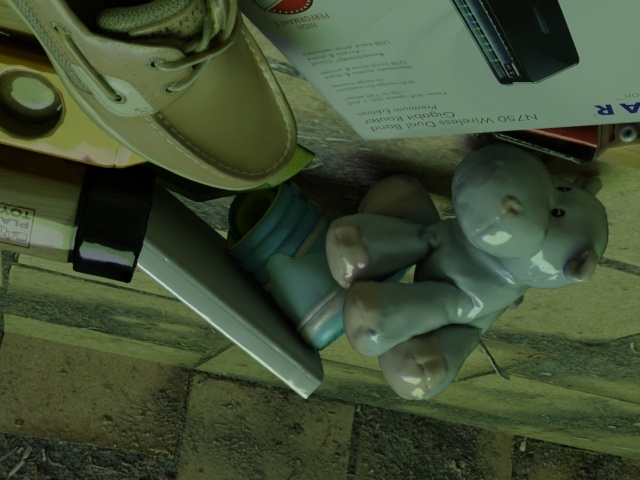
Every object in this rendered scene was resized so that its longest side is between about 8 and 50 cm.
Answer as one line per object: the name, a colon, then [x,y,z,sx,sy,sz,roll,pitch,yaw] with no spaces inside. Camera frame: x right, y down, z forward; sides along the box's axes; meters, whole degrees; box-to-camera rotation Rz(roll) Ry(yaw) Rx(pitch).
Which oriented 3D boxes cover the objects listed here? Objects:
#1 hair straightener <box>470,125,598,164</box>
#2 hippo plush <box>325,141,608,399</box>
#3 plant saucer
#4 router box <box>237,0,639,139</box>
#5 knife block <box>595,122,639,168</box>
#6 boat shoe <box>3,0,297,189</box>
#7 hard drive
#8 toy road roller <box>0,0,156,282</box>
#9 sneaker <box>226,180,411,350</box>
hair straightener: [0.139,-0.106,0.847,0.230,0.047,0.089,9,162,0]
hippo plush: [0.172,0.035,0.958,0.294,0.234,0.236,37,140,-20]
plant saucer: [-0.137,-0.093,1.022,0.188,0.045,0.188,-8,155,42]
router box: [0.123,-0.172,0.595,0.335,0.082,0.301,-1,160,28]
knife block: [0.389,-0.080,0.743,0.275,0.088,0.242,-6,157,36]
boat shoe: [-0.100,-0.126,0.532,0.098,0.109,0.302,22,160,48]
hard drive: [-0.128,0.033,1.057,0.307,0.040,0.203,42,-170,-18]
toy road roller: [-0.211,-0.146,0.733,0.202,0.241,0.330,12,125,-13]
sneaker: [0.000,0.000,1.155,0.208,0.127,0.319,46,-164,5]
